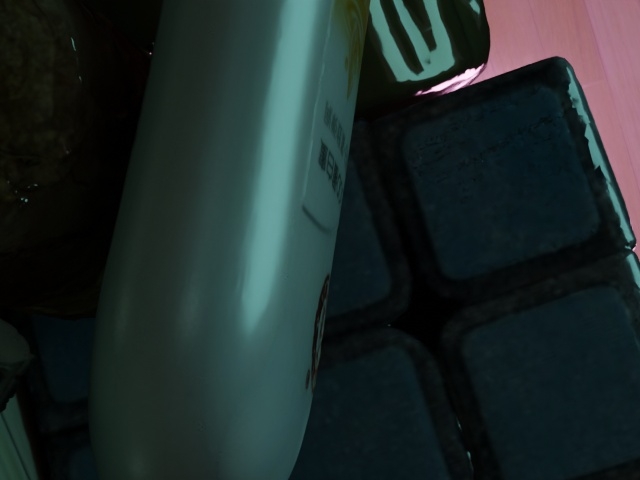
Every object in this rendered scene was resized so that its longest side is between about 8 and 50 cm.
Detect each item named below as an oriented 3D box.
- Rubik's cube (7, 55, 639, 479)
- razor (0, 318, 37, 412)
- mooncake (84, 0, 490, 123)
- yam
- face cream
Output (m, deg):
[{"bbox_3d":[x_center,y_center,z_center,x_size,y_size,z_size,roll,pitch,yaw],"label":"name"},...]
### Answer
[{"bbox_3d":[0.046,0.115,0.691,0.304,0.305,0.301,32,38,-75],"label":"Rubik's cube"},{"bbox_3d":[-0.111,0.165,0.364,0.111,0.056,0.278,-45,-130,55],"label":"razor"},{"bbox_3d":[-0.042,-0.126,0.780,0.290,0.290,0.161,-50,119,-84],"label":"mooncake"},{"bbox_3d":[-0.119,-0.036,0.480,0.238,0.128,0.129,41,54,-80],"label":"yam"},{"bbox_3d":[-0.033,0.016,0.409,0.144,0.071,0.291,85,14,-71],"label":"face cream"}]
